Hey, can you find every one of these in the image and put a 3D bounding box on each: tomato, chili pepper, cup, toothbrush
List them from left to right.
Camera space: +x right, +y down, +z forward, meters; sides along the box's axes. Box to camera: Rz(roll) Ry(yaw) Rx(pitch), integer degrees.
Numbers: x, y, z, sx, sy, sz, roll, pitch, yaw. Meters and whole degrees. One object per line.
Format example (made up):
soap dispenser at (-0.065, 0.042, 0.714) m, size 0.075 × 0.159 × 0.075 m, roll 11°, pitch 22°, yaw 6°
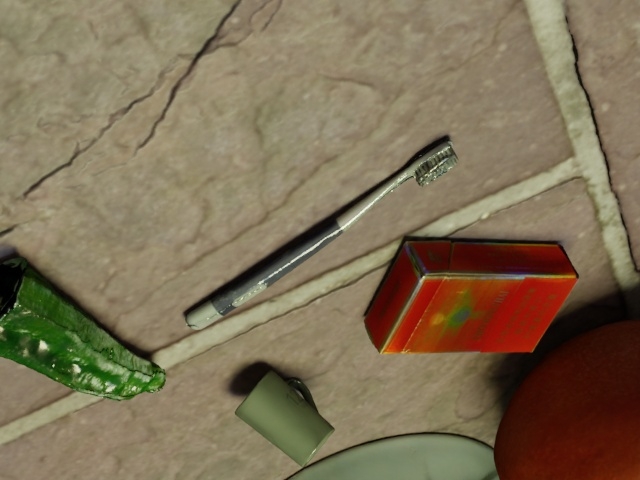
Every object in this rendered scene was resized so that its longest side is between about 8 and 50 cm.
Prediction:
chili pepper at (-0.206, 0.088, 1.458) m, size 0.088 × 0.059 × 0.227 m, roll -42°, pitch 139°, yaw 14°
cup at (-0.031, 0.168, 1.604) m, size 0.054 × 0.083 × 0.075 m, roll -51°, pitch 173°, yaw 10°
toothbrush at (0.000, 0.000, 1.483) m, size 0.288 × 0.026 × 0.024 m, roll -33°, pitch 136°, yaw 12°
cup at (0.078, 0.379, 1.827) m, size 0.347 × 0.163 × 0.347 m, roll -14°, pitch 139°, yaw -13°
tomato at (0.337, 0.249, 1.669) m, size 0.272 × 0.341 × 0.341 m, roll -36°, pitch 139°, yaw 7°

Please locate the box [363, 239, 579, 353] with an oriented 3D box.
box at (0.141, 0.054, 1.590) m, size 0.175 × 0.048 × 0.112 m, roll 2°, pitch 135°, yaw -28°
